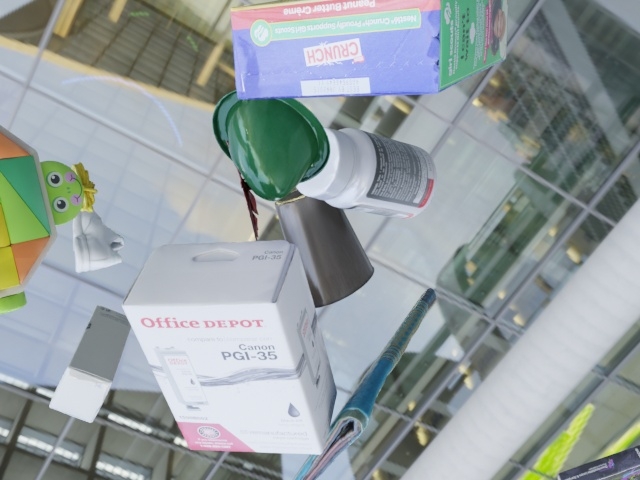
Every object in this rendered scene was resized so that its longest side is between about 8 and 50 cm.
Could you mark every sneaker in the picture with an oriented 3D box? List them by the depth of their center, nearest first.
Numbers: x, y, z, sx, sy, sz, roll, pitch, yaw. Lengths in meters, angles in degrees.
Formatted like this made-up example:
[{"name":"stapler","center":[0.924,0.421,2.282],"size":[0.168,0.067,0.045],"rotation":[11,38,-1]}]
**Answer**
[{"name":"sneaker","center":[-0.421,-0.006,1.306],"size":[0.094,0.080,0.212],"rotation":[-3,-147,-21]}]

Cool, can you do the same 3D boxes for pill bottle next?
[{"name":"pill bottle","center":[0.091,-0.138,1.396],"size":[0.283,0.161,0.161],"rotation":[8,-148,-43]}]

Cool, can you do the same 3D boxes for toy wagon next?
[{"name":"toy wagon","center":[-0.414,-0.040,0.793],"size":[0.344,0.267,0.068],"rotation":[-17,-170,-41]}]

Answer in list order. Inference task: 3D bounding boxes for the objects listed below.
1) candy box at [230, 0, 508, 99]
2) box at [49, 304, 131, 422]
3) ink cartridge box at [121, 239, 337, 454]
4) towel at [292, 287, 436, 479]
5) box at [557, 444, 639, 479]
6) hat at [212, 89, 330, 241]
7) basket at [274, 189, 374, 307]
[{"name":"candy box","center":[0.078,-0.269,0.900],"size":[0.268,0.122,0.317],"rotation":[5,-156,27]},{"name":"box","center":[-0.482,0.254,1.467],"size":[0.094,0.113,0.275],"rotation":[25,-165,-14]},{"name":"ink cartridge box","center":[-0.110,0.148,0.911],"size":[0.207,0.283,0.117],"rotation":[-2,-143,16]},{"name":"towel","center":[0.073,0.256,1.134],"size":[0.040,0.271,0.370],"rotation":[36,-145,8]},{"name":"box","center":[0.391,0.335,0.960],"size":[0.162,0.116,0.029],"rotation":[60,-171,-57]},{"name":"hat","center":[-0.084,-0.078,0.954],"size":[0.208,0.173,0.183],"rotation":[44,-136,-28]},{"name":"basket","center":[0.000,0.000,1.489],"size":[0.204,0.154,0.227],"rotation":[-41,-66,-50]}]
